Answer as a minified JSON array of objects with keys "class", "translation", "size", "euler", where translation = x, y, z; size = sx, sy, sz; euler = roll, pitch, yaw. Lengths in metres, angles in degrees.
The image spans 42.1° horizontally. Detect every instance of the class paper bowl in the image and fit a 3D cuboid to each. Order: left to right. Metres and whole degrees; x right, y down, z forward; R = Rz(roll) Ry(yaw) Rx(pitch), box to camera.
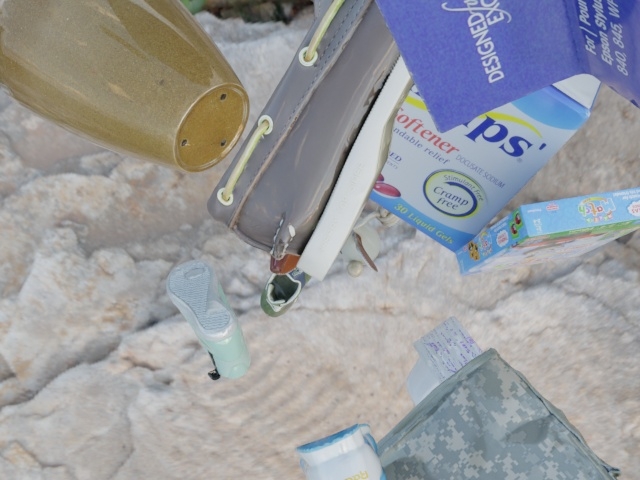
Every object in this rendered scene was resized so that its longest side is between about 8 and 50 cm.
[{"class":"paper bowl","translation":[0.255,0.282,1.425],"size":[0.148,0.284,0.284],"euler":[-36,75,2]}]

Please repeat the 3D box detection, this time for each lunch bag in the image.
[{"class":"lunch bag","translation":[0.190,0.302,0.988],"size":[0.287,0.169,0.235],"euler":[-44,59,6]}]

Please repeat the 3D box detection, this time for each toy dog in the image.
[{"class":"toy dog","translation":[0.000,0.000,1.206],"size":[0.220,0.334,0.160],"euler":[-13,64,47]}]

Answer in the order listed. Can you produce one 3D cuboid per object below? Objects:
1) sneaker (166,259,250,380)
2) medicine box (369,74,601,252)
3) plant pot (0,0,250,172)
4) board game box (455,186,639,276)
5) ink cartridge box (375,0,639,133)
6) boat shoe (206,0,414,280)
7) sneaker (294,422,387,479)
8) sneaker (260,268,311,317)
[{"class":"sneaker","translation":[-0.203,0.148,1.509],"size":[0.094,0.151,0.256],"euler":[-23,37,-12]},{"class":"medicine box","translation":[0.148,-0.170,1.004],"size":[0.264,0.289,0.149],"euler":[33,50,-1]},{"class":"plant pot","translation":[-0.214,-0.192,0.992],"size":[0.254,0.237,0.237],"euler":[38,81,24]},{"class":"board game box","translation":[0.262,-0.007,0.938],"size":[0.160,0.211,0.039],"euler":[-9,79,-11]},{"class":"ink cartridge box","translation":[0.141,-0.168,0.232],"size":[0.307,0.303,0.072],"euler":[-28,52,9]},{"class":"boat shoe","translation":[0.029,-0.136,0.532],"size":[0.097,0.116,0.324],"euler":[25,102,3]},{"class":"sneaker","translation":[0.025,0.243,0.856],"size":[0.088,0.228,0.092],"euler":[-22,78,1]},{"class":"sneaker","translation":[-0.069,0.083,1.406],"size":[0.064,0.192,0.086],"euler":[44,44,5]}]
